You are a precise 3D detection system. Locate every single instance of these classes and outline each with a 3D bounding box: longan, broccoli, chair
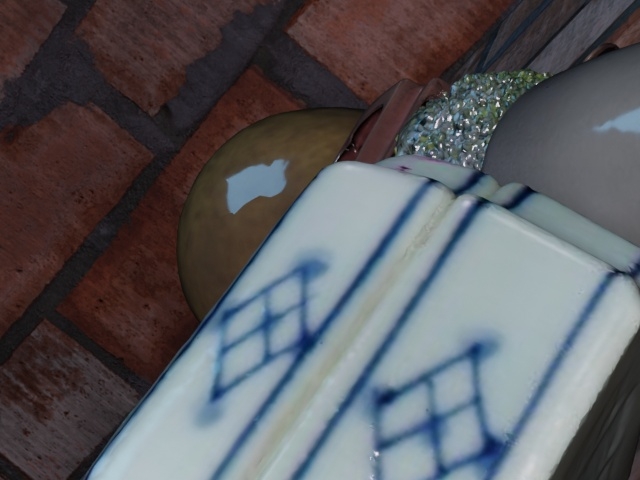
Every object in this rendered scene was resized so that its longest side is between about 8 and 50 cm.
[{"bbox_3d":[0.000,-0.004,1.482,0.297,0.297,0.297,-49,6,7],"label":"longan"},{"bbox_3d":[0.153,-0.032,1.061,0.198,0.226,0.176,-28,-17,-10],"label":"broccoli"},{"bbox_3d":[0.124,-0.082,1.300,0.175,0.183,0.326,-45,15,55],"label":"chair"}]

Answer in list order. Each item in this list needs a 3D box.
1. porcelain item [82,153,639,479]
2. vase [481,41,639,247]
[{"bbox_3d":[0.017,0.127,0.610,0.286,0.157,0.281,-54,-21,-27],"label":"porcelain item"},{"bbox_3d":[0.224,-0.045,0.660,0.173,0.173,0.321,-53,12,-27],"label":"vase"}]
